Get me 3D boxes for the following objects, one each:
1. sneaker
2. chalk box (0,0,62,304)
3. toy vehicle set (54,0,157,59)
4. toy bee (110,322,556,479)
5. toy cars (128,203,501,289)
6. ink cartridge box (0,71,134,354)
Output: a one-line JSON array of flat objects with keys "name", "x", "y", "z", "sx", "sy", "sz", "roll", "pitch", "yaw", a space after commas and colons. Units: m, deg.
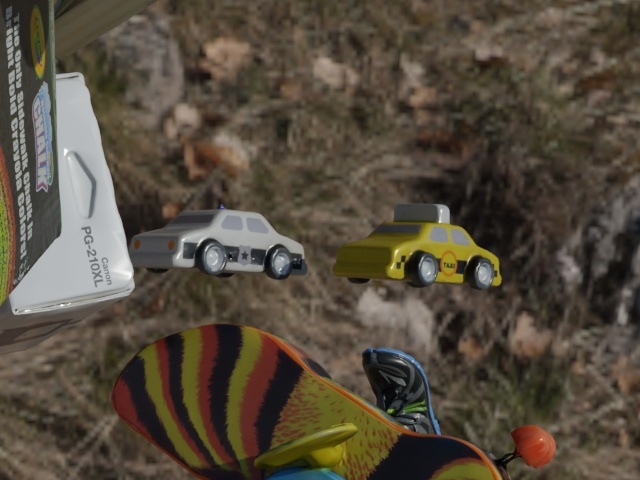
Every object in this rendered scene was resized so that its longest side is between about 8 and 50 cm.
[{"name": "sneaker", "x": 0.100, "y": 0.212, "z": 1.864, "sx": 0.067, "sy": 0.188, "sz": 0.078, "roll": -7, "pitch": 29, "yaw": 29}, {"name": "chalk box", "x": -0.253, "y": -0.063, "z": 0.845, "sx": 0.179, "sy": 0.180, "sz": 0.289, "roll": 3, "pitch": 18, "yaw": 4}, {"name": "toy vehicle set", "x": -0.143, "y": -0.276, "z": 1.373, "sx": 0.267, "sy": 0.035, "sz": 0.166, "roll": -22, "pitch": 36, "yaw": 43}, {"name": "toy bee", "x": 0.039, "y": 0.134, "z": 0.809, "sx": 0.298, "sy": 0.162, "sz": 0.195, "roll": 45, "pitch": 2, "yaw": -4}, {"name": "toy cars", "x": 0.000, "y": 0.000, "z": 1.552, "sx": 0.394, "sy": 0.087, "sz": 0.176, "roll": 3, "pitch": -3, "yaw": -5}, {"name": "ink cartridge box", "x": -0.248, "y": -0.009, "z": 1.164, "sx": 0.100, "sy": 0.172, "sz": 0.237, "roll": -10, "pitch": -8, "yaw": -32}]
